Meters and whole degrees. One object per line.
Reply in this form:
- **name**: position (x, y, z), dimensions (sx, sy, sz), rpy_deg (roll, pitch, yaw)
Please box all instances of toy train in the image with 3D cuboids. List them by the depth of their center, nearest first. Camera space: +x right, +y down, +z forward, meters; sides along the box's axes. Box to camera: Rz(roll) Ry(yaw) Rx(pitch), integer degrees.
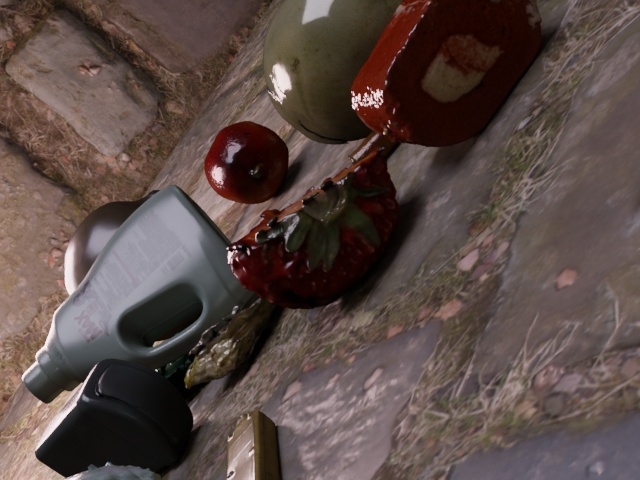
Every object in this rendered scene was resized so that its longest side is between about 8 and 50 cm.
- **toy train**: position (-0.228, 0.204, 1.894), dimensions (0.111, 0.071, 0.170), rpy_deg (-37, 18, 15)

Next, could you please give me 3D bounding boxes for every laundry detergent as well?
- **laundry detergent**: position (-0.309, 0.121, 1.870), dimensions (0.398, 0.124, 0.264), rpy_deg (-42, 59, 0)

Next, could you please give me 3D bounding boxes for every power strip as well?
- **power strip**: position (-0.079, 0.286, 1.345), dimensions (0.064, 0.044, 0.305), rpy_deg (-48, 15, 11)

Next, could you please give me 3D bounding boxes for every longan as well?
- **longan**: position (-0.316, 0.050, 2.106), dimensions (0.297, 0.297, 0.297), rpy_deg (-46, 17, 18)

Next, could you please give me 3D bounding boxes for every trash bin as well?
- **trash bin**: position (-0.306, 0.286, 1.733), dimensions (0.236, 0.177, 0.101), rpy_deg (-43, 19, 39)

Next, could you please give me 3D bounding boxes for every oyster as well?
- **oyster**: position (-0.117, 0.136, 1.746), dimensions (0.209, 0.072, 0.133), rpy_deg (-40, -4, -47)

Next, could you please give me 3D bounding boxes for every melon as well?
- **melon**: position (0.041, -0.303, 1.881), dimensions (0.268, 0.269, 0.330), rpy_deg (-63, 3, -34)

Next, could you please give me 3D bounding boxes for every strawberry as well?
- **strawberry**: position (-0.010, 0.008, 1.586), dimensions (0.253, 0.150, 0.280), rpy_deg (-37, 5, -29)

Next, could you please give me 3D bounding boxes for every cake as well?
- **cake**: position (0.177, -0.249, 1.566), dimensions (0.283, 0.177, 0.151), rpy_deg (-59, 17, -7)

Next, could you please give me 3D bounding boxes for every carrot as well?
- **carrot**: position (0.103, -0.166, 1.817), dimensions (0.139, 0.048, 0.048), rpy_deg (-48, 16, 5)

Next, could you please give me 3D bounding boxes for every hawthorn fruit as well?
- **hawthorn fruit**: position (-0.139, -0.143, 2.240), dimensions (0.169, 0.169, 0.188), rpy_deg (-49, 28, 10)

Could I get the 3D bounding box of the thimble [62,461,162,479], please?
- **thimble**: position (-0.260, 0.378, 1.341), dimensions (0.172, 0.205, 0.250), rpy_deg (-23, 39, 60)
